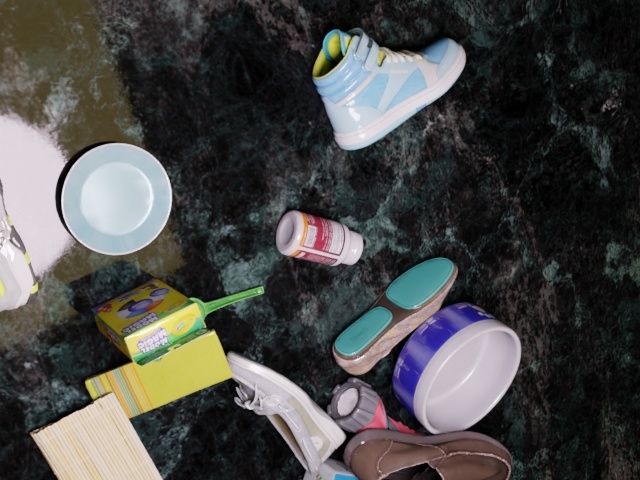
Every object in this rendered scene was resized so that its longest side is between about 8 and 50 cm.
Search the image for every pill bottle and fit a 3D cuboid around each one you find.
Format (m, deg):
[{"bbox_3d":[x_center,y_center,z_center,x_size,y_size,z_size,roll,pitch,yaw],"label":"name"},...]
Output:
[{"bbox_3d":[0.000,0.000,1.635,0.152,0.086,0.086,15,92,-32],"label":"pill bottle"}]

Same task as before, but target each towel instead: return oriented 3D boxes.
[{"bbox_3d":[-0.279,0.238,1.518,0.237,0.021,0.102,-21,114,-6],"label":"towel"}]

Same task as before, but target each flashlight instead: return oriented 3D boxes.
[{"bbox_3d":[0.148,0.383,1.793,0.304,0.103,0.103,34,91,-35],"label":"flashlight"}]

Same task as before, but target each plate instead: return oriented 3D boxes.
[{"bbox_3d":[-0.341,-0.070,1.461,0.188,0.024,0.188,-6,103,-28],"label":"plate"}]

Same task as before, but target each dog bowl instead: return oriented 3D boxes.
[{"bbox_3d":[0.279,0.262,1.788,0.265,0.104,0.265,-21,129,-27],"label":"dog bowl"}]

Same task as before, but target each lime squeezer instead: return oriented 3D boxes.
[{"bbox_3d":[-0.227,0.133,1.527,0.310,0.110,0.059,-31,98,-55],"label":"lime squeezer"}]

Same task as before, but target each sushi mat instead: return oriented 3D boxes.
[{"bbox_3d":[-0.364,0.421,1.528,0.151,0.019,0.316,-29,114,-15],"label":"sushi mat"}]

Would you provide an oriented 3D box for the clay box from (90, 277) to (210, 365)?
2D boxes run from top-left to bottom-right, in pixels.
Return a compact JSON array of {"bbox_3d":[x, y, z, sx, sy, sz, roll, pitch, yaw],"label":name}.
[{"bbox_3d":[-0.278,0.129,1.419,0.127,0.222,0.053,-27,111,-24],"label":"clay box"}]

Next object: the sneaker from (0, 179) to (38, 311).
[{"bbox_3d":[-0.544,-0.057,1.277,0.147,0.145,0.384,-25,109,-25],"label":"sneaker"}]

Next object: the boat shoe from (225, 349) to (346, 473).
[{"bbox_3d":[-0.076,0.321,1.637,0.103,0.118,0.320,-53,126,-16],"label":"boat shoe"}]

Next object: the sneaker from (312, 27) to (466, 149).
[{"bbox_3d":[0.123,-0.334,1.621,0.319,0.127,0.208,-40,118,-19],"label":"sneaker"}]

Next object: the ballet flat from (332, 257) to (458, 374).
[{"bbox_3d":[0.154,0.156,1.760,0.316,0.107,0.106,-36,135,-14],"label":"ballet flat"}]

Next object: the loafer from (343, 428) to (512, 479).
[{"bbox_3d":[0.224,0.463,1.718,0.366,0.130,0.134,6,120,-21],"label":"loafer"}]

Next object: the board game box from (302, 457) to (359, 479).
[{"bbox_3d":[0.043,0.607,1.771,0.224,0.097,0.303,19,89,-32],"label":"board game box"}]
